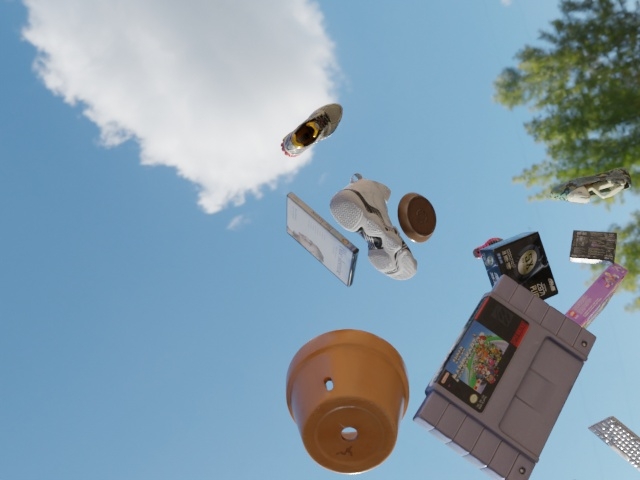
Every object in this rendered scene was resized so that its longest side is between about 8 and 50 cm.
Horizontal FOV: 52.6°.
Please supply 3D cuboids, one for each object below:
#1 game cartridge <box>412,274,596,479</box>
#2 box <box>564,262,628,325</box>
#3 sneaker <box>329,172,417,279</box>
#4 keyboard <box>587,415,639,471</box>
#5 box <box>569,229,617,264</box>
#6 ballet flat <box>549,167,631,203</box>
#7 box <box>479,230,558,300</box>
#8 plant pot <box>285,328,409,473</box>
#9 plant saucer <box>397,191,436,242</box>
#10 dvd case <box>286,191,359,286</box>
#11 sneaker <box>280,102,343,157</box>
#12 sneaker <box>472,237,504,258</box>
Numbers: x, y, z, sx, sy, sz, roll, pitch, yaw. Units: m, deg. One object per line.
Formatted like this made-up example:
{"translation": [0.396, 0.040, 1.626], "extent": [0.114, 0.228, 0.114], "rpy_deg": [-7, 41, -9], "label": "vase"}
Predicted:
{"translation": [0.351, 0.254, 1.220], "extent": [0.230, 0.068, 0.355], "rpy_deg": [37, -117, 4], "label": "game cartridge"}
{"translation": [0.819, 0.217, 1.996], "extent": [0.293, 0.201, 0.057], "rpy_deg": [-36, -121, -29], "label": "box"}
{"translation": [0.194, -0.055, 2.067], "extent": [0.366, 0.137, 0.210], "rpy_deg": [46, -143, -13], "label": "sneaker"}
{"translation": [0.703, 0.475, 1.403], "extent": [0.256, 0.072, 0.014], "rpy_deg": [40, -140, 2], "label": "keyboard"}
{"translation": [0.547, 0.014, 1.299], "extent": [0.018, 0.083, 0.067], "rpy_deg": [56, -135, -51], "label": "box"}
{"translation": [0.651, -0.124, 1.553], "extent": [0.070, 0.188, 0.070], "rpy_deg": [-19, -90, -81], "label": "ballet flat"}
{"translation": [0.532, 0.084, 1.738], "extent": [0.147, 0.077, 0.180], "rpy_deg": [-19, -87, -15], "label": "box"}
{"translation": [0.063, 0.369, 1.432], "extent": [0.291, 0.291, 0.203], "rpy_deg": [57, -169, -16], "label": "plant pot"}
{"translation": [0.318, -0.076, 2.088], "extent": [0.168, 0.029, 0.168], "rpy_deg": [8, -105, -35], "label": "plant saucer"}
{"translation": [0.000, 0.000, 1.743], "extent": [0.022, 0.180, 0.253], "rpy_deg": [-39, -114, -25], "label": "dvd case"}
{"translation": [-0.012, -0.325, 1.891], "extent": [0.225, 0.092, 0.088], "rpy_deg": [-45, -80, -21], "label": "sneaker"}
{"translation": [0.591, 0.025, 2.259], "extent": [0.057, 0.119, 0.047], "rpy_deg": [5, -118, -53], "label": "sneaker"}
